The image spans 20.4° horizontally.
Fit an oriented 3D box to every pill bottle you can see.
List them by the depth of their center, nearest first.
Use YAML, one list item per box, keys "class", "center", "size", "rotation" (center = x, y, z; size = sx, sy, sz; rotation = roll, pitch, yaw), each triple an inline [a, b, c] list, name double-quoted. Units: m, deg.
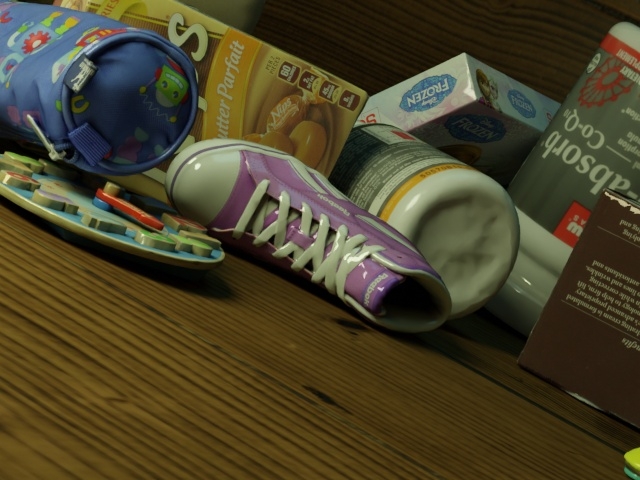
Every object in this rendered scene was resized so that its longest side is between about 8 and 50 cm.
- class: "pill bottle"
  center: [0.075, -0.033, 1.882]
  size: [0.162, 0.162, 0.278]
  rotation: [22, 8, -33]
- class: "pill bottle"
  center: [0.337, -0.053, 2.081]
  size: [0.210, 0.363, 0.210]
  rotation: [31, 10, -6]

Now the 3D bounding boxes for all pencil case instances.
- class: "pencil case"
  center: [-0.228, -0.130, 1.487]
  size: [0.306, 0.133, 0.119]
  rotation: [19, -35, 52]

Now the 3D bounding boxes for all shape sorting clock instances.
- class: "shape sorting clock"
  center: [-0.170, -0.026, 1.387]
  size: [0.206, 0.040, 0.206]
  rotation: [26, 6, -3]

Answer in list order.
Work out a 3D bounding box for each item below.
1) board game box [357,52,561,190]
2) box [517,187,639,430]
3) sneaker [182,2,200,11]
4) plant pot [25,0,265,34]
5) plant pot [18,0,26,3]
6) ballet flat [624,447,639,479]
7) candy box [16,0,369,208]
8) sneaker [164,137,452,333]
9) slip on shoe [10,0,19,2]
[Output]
- class: "board game box"
  center: [0.129, -0.103, 2.195]
  size: [0.318, 0.318, 0.066]
  rotation: [16, 56, -54]
- class: "box"
  center: [0.337, 0.077, 1.817]
  size: [0.168, 0.203, 0.167]
  rotation: [29, 7, 24]
- class: "sneaker"
  center: [-0.184, -0.142, 2.044]
  size: [0.122, 0.146, 0.330]
  rotation: [-4, -15, -3]
- class: "plant pot"
  center: [-0.239, -0.324, 2.035]
  size: [0.256, 0.257, 0.274]
  rotation: [29, 14, 30]
- class: "plant pot"
  center: [-0.408, -0.338, 2.190]
  size: [0.284, 0.284, 0.191]
  rotation: [20, 43, -45]
- class: "ballet flat"
  center: [0.356, 0.195, 1.505]
  size: [0.231, 0.077, 0.077]
  rotation: [23, 8, -26]
- class: "candy box"
  center: [-0.129, -0.127, 1.725]
  size: [0.316, 0.183, 0.087]
  rotation: [22, 6, -33]
- class: "sneaker"
  center: [0.001, -0.001, 1.609]
  size: [0.282, 0.102, 0.161]
  rotation: [23, 10, -25]
- class: "slip on shoe"
  center: [-0.469, -0.273, 1.918]
  size: [0.331, 0.123, 0.101]
  rotation: [18, 5, -25]
